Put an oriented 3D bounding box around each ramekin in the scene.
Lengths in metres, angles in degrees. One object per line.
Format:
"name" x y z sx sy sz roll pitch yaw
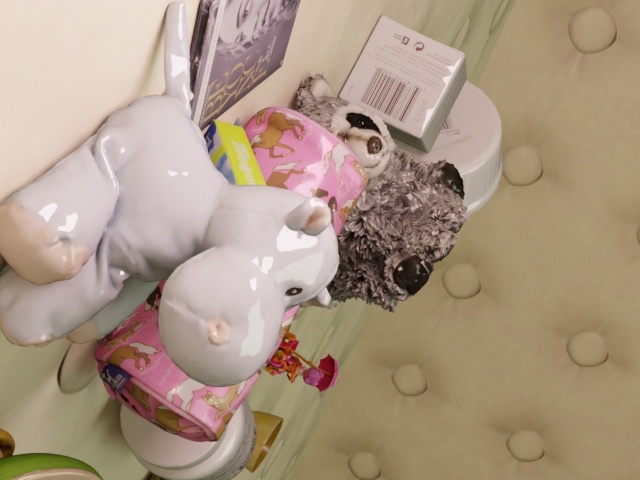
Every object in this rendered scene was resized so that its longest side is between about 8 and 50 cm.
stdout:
"ramekin" 0.206 -0.181 1.753 0.277 0.277 0.135 -56 161 -27

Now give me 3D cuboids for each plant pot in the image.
"plant pot" -0.155 0.426 2.068 0.134 0.095 0.134 -57 169 -18

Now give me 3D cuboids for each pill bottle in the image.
"pill bottle" -0.181 0.257 1.314 0.160 0.160 0.283 -59 169 -14

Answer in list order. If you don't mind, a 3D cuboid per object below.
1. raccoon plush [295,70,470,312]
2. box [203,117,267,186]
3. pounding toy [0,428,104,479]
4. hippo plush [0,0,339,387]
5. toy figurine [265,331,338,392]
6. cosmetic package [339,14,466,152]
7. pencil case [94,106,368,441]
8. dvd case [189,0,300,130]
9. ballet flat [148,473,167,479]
"raccoon plush" -0.003 -0.033 1.376 0.446 0.299 0.216 -42 -162 47
"box" -0.102 -0.040 0.966 0.109 0.042 0.178 -54 -141 29
"pounding toy" -0.314 0.231 0.843 0.237 0.110 0.183 19 113 -50
"hippo plush" -0.105 0.010 0.810 0.294 0.236 0.234 -56 168 -28
"toy figurine" -0.040 0.266 2.025 0.130 0.159 0.173 -65 168 20
"cosmetic package" 0.141 -0.252 1.554 0.151 0.151 0.183 -62 171 3
"pencil case" -0.098 0.032 1.076 0.160 0.167 0.386 -1 -128 56
"dvd case" -0.075 -0.212 0.982 0.221 0.018 0.165 -49 164 -49
"ballet flat" -0.289 0.491 1.572 0.348 0.123 0.123 -54 167 -35
